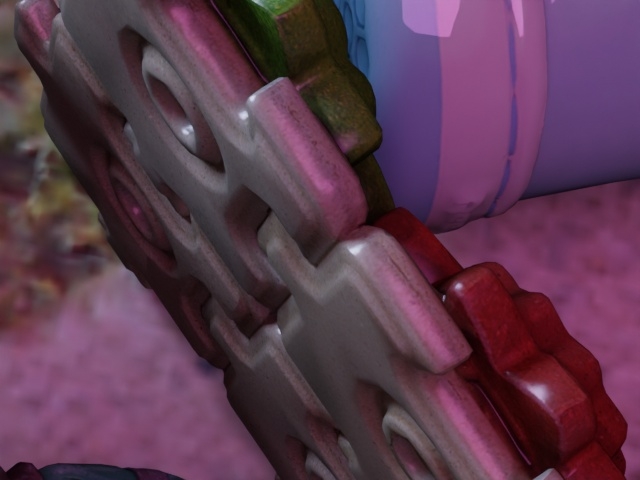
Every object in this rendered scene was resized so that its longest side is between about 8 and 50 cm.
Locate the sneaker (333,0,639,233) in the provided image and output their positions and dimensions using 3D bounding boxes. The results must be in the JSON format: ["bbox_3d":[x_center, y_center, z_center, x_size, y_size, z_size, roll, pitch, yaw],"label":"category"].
[{"bbox_3d":[0.088,-0.163,0.475,0.208,0.127,0.319,-3,85,-11],"label":"sneaker"}]

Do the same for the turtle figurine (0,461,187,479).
[{"bbox_3d":[-0.072,0.056,0.383,0.118,0.175,0.234,-23,92,-1],"label":"turtle figurine"}]

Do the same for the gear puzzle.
[{"bbox_3d":[0.000,0.000,0.401,0.044,0.175,0.339,-33,85,-16],"label":"gear puzzle"}]
